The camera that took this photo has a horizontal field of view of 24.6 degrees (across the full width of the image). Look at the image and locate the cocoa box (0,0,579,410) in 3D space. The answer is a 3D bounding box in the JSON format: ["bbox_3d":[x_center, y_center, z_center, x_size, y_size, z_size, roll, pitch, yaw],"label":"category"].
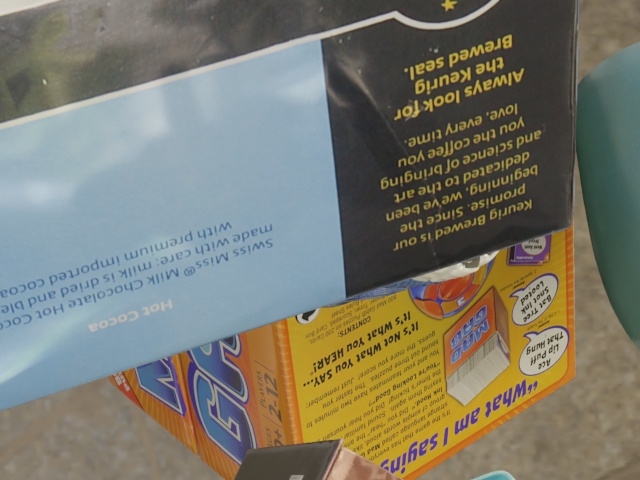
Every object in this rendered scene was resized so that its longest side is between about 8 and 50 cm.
[{"bbox_3d":[-0.102,-0.100,0.563,0.231,0.347,0.228,-121,18,-48],"label":"cocoa box"}]

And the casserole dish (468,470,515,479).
[{"bbox_3d":[0.172,0.301,1.508,0.037,0.188,0.114,-25,78,27],"label":"casserole dish"}]

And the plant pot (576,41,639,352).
[{"bbox_3d":[0.356,-0.012,1.208,0.293,0.293,0.235,-20,61,45],"label":"plant pot"}]

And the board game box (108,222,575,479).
[{"bbox_3d":[0.000,0.000,1.446,0.356,0.357,0.356,30,137,45],"label":"board game box"}]

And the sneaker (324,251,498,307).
[{"bbox_3d":[0.031,-0.088,0.873,0.147,0.130,0.330,-26,29,32],"label":"sneaker"}]

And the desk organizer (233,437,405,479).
[{"bbox_3d":[-0.003,0.130,0.712,0.047,0.050,0.130,-64,15,-19],"label":"desk organizer"}]
